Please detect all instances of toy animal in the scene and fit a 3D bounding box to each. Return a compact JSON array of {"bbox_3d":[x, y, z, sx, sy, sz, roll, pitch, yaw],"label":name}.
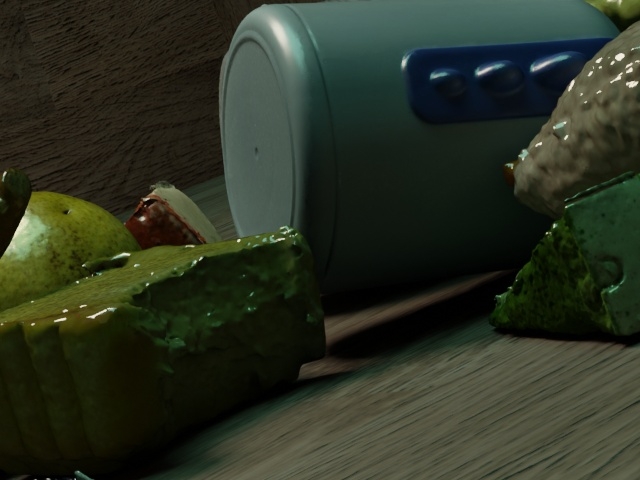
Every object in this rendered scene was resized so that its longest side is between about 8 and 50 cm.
[{"bbox_3d":[0.303,-0.094,1.431,0.358,0.188,0.226,-17,-25,12],"label":"toy animal"}]

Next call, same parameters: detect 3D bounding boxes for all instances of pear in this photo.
[{"bbox_3d":[-0.228,0.059,1.697,0.197,0.197,0.197,-18,6,2],"label":"pear"}]

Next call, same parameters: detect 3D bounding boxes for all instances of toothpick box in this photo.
[{"bbox_3d":[0.118,-0.089,1.616,0.355,0.263,0.263,-6,2,-19],"label":"toothpick box"}]

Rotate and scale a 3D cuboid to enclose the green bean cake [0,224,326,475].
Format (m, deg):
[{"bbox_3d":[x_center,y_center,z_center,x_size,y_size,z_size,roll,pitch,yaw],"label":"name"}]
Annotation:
[{"bbox_3d":[-0.135,0.084,1.470,0.233,0.124,0.236,-8,11,43],"label":"green bean cake"}]

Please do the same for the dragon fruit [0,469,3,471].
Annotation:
[{"bbox_3d":[-0.259,0.136,1.551,0.081,0.086,0.116,-6,28,43],"label":"dragon fruit"}]

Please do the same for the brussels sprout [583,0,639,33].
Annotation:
[{"bbox_3d":[0.382,-0.186,1.787,0.371,0.276,0.315,-22,15,41],"label":"brussels sprout"}]

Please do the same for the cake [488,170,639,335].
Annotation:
[{"bbox_3d":[0.194,0.040,1.372,0.100,0.099,0.235,-21,-15,-18],"label":"cake"}]

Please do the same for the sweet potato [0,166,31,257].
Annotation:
[{"bbox_3d":[-0.323,0.099,1.572,0.346,0.079,0.108,-61,10,-11],"label":"sweet potato"}]

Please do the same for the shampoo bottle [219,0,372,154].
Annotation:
[{"bbox_3d":[0.050,-0.095,1.871,0.266,0.273,0.273,-8,4,-9],"label":"shampoo bottle"}]

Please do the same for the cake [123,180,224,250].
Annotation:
[{"bbox_3d":[-0.172,0.094,1.884,0.262,0.159,0.158,-52,-1,8],"label":"cake"}]

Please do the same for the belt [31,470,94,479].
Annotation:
[{"bbox_3d":[-0.180,0.176,1.020,0.151,0.078,0.198,-17,3,-35],"label":"belt"}]
